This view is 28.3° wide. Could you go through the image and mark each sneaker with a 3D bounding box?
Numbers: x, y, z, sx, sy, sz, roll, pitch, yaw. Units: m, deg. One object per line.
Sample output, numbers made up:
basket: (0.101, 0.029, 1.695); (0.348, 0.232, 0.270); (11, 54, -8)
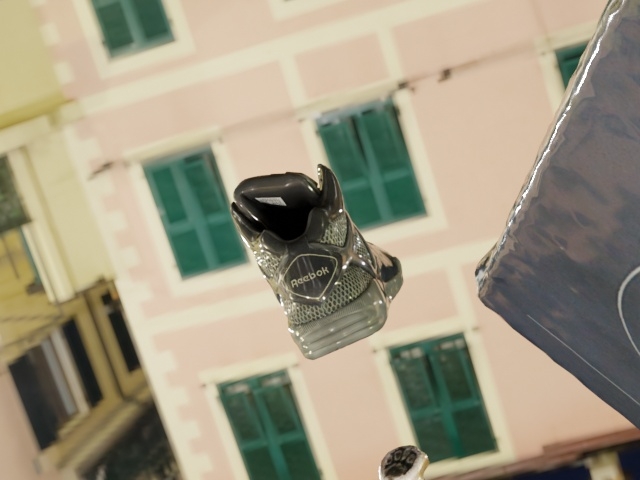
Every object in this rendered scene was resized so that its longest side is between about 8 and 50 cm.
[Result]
sneaker: (0.000, 0.000, 0.946); (0.087, 0.130, 0.227); (-22, -175, 10)

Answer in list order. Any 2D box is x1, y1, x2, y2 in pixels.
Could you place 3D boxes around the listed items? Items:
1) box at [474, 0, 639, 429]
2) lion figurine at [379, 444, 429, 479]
box: (0.342, 0.013, 0.457); (0.297, 0.480, 0.472); (-49, 170, -12)
lion figurine: (0.067, 0.297, 0.803); (0.392, 0.240, 0.142); (-41, -150, -17)
